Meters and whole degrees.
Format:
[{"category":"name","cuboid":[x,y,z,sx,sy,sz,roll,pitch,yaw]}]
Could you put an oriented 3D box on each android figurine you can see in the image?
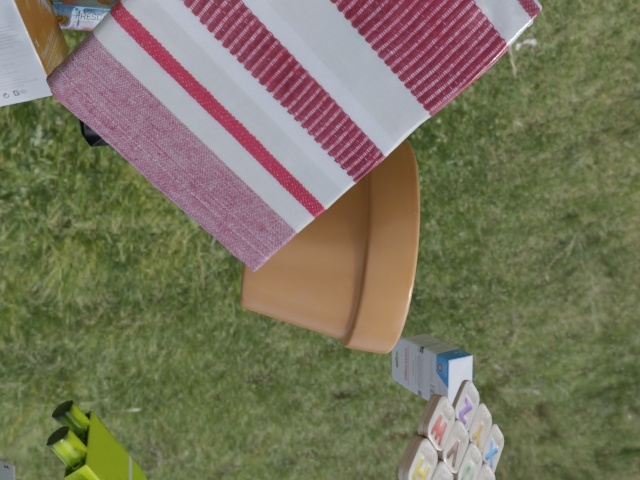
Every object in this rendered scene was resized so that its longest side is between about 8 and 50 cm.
[{"category":"android figurine","cuboid":[-0.367,0.405,1.223,0.056,0.248,0.273,-31,114,-4]}]

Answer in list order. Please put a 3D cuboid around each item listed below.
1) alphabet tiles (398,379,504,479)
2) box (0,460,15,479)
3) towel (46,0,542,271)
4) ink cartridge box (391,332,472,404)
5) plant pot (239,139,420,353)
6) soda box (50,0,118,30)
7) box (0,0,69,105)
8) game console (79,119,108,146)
[{"category":"alphabet tiles","cuboid":[0.201,0.361,1.042,0.021,0.278,0.284,-1,133,41]},{"category":"box","cuboid":[-0.785,0.576,1.581,0.181,0.181,0.119,34,100,-35]},{"category":"towel","cuboid":[-0.022,-0.153,0.569,0.329,0.037,0.237,-40,111,16]},{"category":"ink cartridge box","cuboid":[0.212,0.245,1.377,0.060,0.104,0.180,-9,-165,-28]},{"category":"plant pot","cuboid":[0.000,0.000,0.960,0.203,0.291,0.291,4,148,-7]},{"category":"soda box","cuboid":[-0.531,-0.515,1.611,0.183,0.058,0.063,-10,142,-41]},{"category":"box","cuboid":[-0.632,-0.459,1.356,0.168,0.215,0.346,-12,130,0]},{"category":"game console","cuboid":[-0.359,-0.330,1.592,0.361,0.044,0.213,-12,126,-27]}]
